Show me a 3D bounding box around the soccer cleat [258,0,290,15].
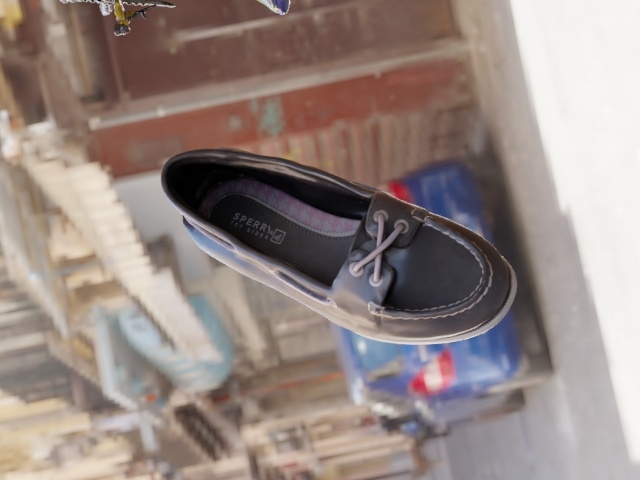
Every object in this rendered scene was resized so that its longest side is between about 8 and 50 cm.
[{"bbox_3d":[0.066,-0.195,0.820,0.121,0.289,0.093,52,157,30],"label":"soccer cleat"}]

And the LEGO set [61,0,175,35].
[{"bbox_3d":[-0.098,-0.246,1.187,0.331,0.255,0.192,139,127,-83],"label":"LEGO set"}]

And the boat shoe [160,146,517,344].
[{"bbox_3d":[0.000,0.000,1.293,0.095,0.335,0.112,38,-105,-50],"label":"boat shoe"}]
